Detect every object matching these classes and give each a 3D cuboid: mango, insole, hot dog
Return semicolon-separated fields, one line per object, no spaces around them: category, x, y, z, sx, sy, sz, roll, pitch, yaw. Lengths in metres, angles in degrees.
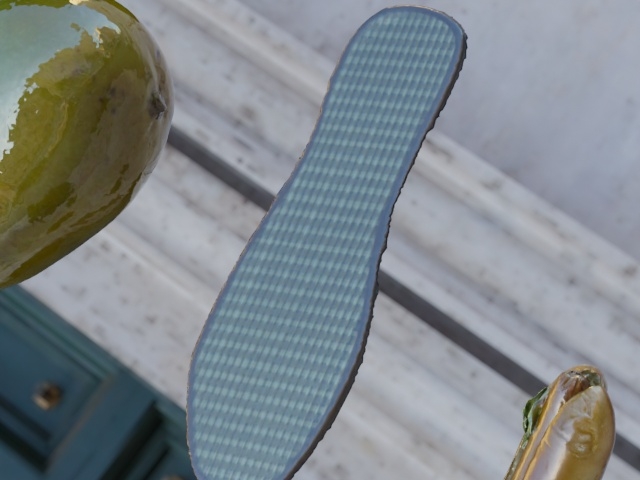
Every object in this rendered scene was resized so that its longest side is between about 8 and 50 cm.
mango;-0.199;-0.054;1.133;0.251;0.156;0.114;-40;-5;18
insole;0.000;0.000;0.832;0.005;0.086;0.253;46;-119;-55
hot dog;0.173;0.208;1.462;0.100;0.068;0.249;-86;12;-61
